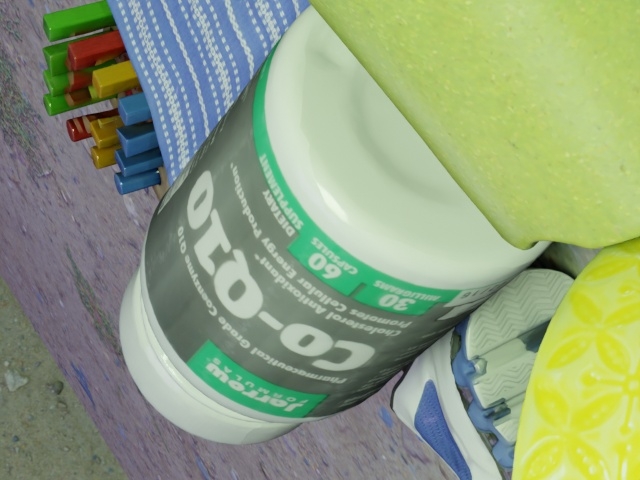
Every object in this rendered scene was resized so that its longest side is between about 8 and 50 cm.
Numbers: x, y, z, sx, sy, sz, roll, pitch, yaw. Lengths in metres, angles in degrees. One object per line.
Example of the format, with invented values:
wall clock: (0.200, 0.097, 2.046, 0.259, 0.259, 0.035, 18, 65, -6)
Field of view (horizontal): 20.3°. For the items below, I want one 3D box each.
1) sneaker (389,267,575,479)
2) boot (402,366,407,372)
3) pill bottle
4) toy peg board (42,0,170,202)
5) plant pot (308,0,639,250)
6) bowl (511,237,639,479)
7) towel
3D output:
sneaker: (0.147, 0.157, 1.276, 0.182, 0.127, 0.316, -162, 54, -70)
boot: (0.065, 0.047, 1.367, 0.114, 0.037, 0.106, 65, -161, -70)
pill bottle: (0.000, 0.000, 1.179, 0.204, 0.204, 0.361, 59, 148, 11)
toy peg board: (-0.181, -0.118, 1.535, 0.161, 0.079, 0.161, 102, 145, -56)
plant pot: (0.098, -0.143, 0.801, 0.254, 0.276, 0.276, 58, 164, -20)
bowl: (0.229, 0.126, 0.782, 0.156, 0.289, 0.289, -5, 113, 43)
towel: (-0.065, -0.202, 1.241, 0.336, 0.040, 0.243, -39, 69, 51)
